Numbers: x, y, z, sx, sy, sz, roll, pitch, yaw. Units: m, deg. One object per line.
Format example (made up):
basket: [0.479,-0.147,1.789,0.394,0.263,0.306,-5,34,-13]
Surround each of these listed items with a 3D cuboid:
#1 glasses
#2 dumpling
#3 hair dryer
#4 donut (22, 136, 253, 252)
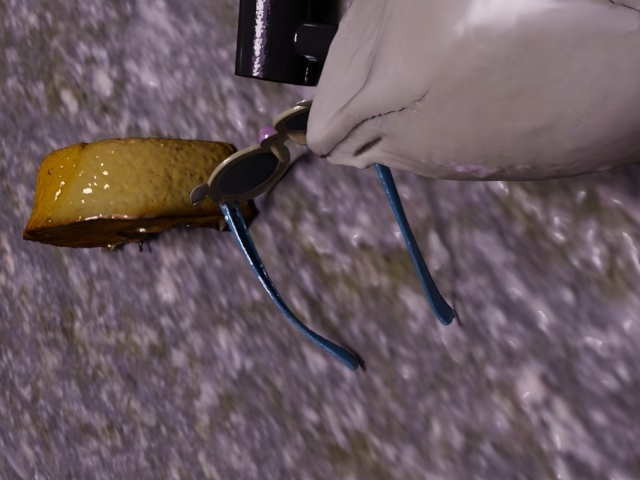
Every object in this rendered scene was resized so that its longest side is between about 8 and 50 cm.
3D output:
glasses: [0.017,-0.009,0.914,0.190,0.088,0.220,-34,92,40]
dumpling: [0.138,-0.165,0.603,0.341,0.181,0.260,-28,51,59]
hair dryer: [0.032,-0.174,0.859,0.248,0.071,0.114,14,105,37]
donut: [-0.204,-0.042,1.036,0.259,0.152,0.101,-5,85,41]
